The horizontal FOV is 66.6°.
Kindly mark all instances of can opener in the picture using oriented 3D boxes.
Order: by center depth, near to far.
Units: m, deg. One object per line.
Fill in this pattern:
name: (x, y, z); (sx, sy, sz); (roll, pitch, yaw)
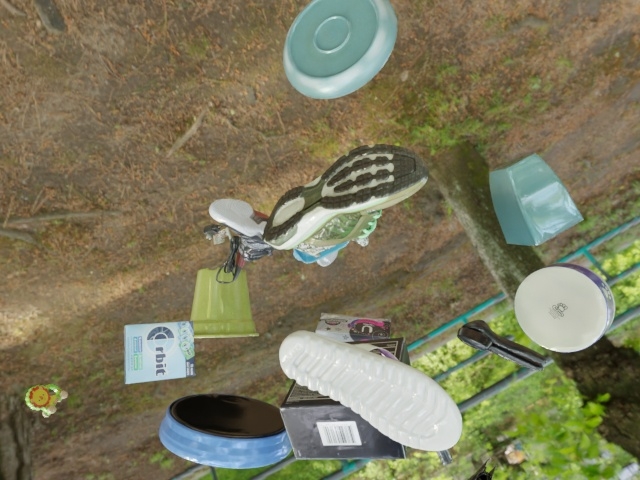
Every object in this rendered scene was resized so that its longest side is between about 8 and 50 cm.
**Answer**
can opener: (0.387, 0.230, 1.046); (0.073, 0.186, 0.059); (-54, 159, -34)

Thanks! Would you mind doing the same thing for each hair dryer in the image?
hair dryer: (-0.239, 0.004, 1.628); (0.294, 0.223, 0.080); (-24, 168, 18)

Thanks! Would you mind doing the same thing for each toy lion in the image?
toy lion: (-0.808, 0.459, 1.428); (0.034, 0.100, 0.096); (-33, 107, 18)

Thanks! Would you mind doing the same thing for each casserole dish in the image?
casserole dish: (0.000, 0.000, 1.518); (0.189, 0.037, 0.114); (-27, 132, 10)

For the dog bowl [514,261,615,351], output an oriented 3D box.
dog bowl: (0.741, 0.202, 1.489); (0.104, 0.264, 0.265); (-6, 143, -50)

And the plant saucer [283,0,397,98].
plant saucer: (0.035, -0.514, 1.235); (0.318, 0.317, 0.044); (-37, 153, 13)

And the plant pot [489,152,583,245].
plant pot: (0.615, -0.127, 1.445); (0.166, 0.234, 0.166); (-28, -173, -7)

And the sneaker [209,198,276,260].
sneaker: (-0.216, -0.018, 1.395); (0.269, 0.101, 0.153); (21, 134, -33)

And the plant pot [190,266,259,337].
plant pot: (-0.368, 0.234, 1.823); (0.277, 0.253, 0.276); (-1, 169, 0)

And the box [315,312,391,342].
box: (0.111, 0.355, 1.665); (0.248, 0.142, 0.163); (4, 109, 8)

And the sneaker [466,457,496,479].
sneaker: (0.419, 0.678, 1.329); (0.170, 0.051, 0.089); (-30, 154, -44)

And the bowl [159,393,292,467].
bowl: (-0.270, 0.547, 1.442); (0.391, 0.391, 0.077); (10, 89, -44)

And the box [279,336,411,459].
box: (0.090, 0.423, 1.325); (0.297, 0.294, 0.182); (-8, 109, 19)

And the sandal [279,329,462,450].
sandal: (0.113, 0.296, 1.053); (0.169, 0.417, 0.102); (-67, 170, 22)

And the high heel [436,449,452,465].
high heel: (0.341, 0.544, 1.520); (0.093, 0.186, 0.261); (-25, -171, 7)

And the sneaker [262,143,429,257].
sneaker: (0.068, -0.065, 1.038); (0.411, 0.157, 0.182); (-21, 139, 39)

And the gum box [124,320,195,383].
gum box: (-0.450, 0.311, 1.366); (0.185, 0.156, 0.041); (0, 167, -26)

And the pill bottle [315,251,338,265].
pill bottle: (-0.038, 0.013, 1.993); (0.119, 0.209, 0.119); (-28, 131, -38)
